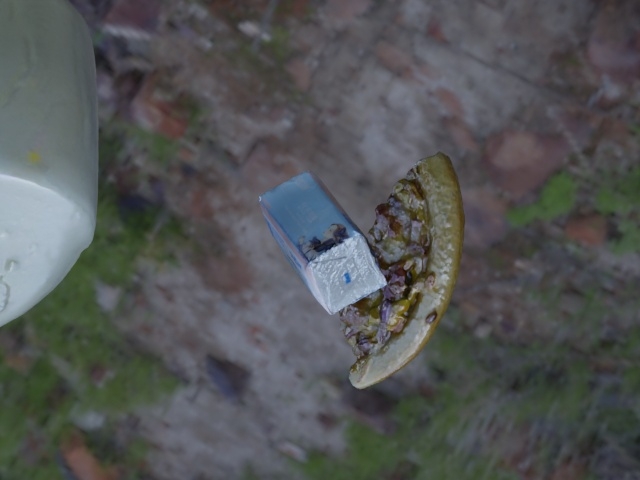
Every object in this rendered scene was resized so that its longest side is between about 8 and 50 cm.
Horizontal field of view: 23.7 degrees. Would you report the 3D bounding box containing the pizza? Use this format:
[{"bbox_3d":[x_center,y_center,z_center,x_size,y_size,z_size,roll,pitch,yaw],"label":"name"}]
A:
[{"bbox_3d":[0.080,0.033,1.512,0.058,0.246,0.127,15,-162,-44],"label":"pizza"}]

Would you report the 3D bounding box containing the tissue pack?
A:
[{"bbox_3d":[0.000,0.000,1.195,0.094,0.058,0.074,53,173,43],"label":"tissue pack"}]

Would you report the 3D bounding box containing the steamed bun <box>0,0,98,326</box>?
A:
[{"bbox_3d":[-0.248,-0.045,0.939,0.250,0.200,0.154,-32,137,32],"label":"steamed bun"}]
